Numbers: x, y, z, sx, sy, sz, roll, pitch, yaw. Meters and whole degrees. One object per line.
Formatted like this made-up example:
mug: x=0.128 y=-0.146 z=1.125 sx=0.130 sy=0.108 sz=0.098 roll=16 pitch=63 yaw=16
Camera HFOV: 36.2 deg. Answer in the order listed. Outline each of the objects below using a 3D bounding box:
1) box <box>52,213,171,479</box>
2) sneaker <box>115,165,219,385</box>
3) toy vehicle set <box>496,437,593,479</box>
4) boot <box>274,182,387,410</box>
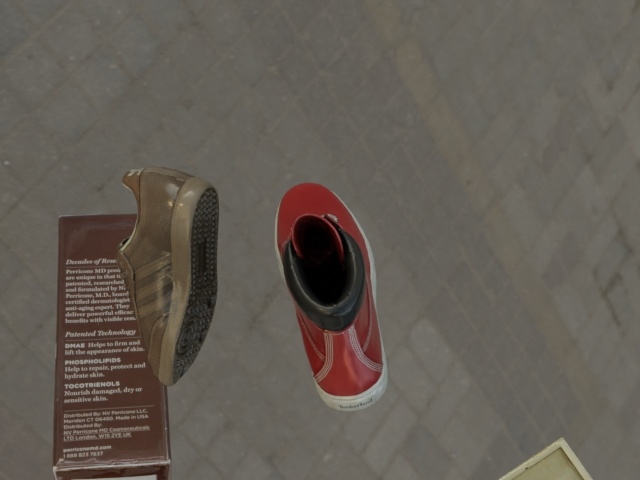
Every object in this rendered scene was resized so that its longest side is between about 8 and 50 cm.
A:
box: x=-0.271 y=0.165 z=1.264 sx=0.143 sy=0.381 sz=0.191 roll=0 pitch=139 yaw=-11
sneaker: x=-0.124 y=0.026 z=0.770 sx=0.066 sy=0.071 sz=0.188 roll=-44 pitch=150 yaw=-56
toy vehicle set: x=0.258 y=0.361 z=1.006 sx=0.166 sy=0.035 sz=0.267 roll=-30 pitch=72 yaw=-10
boot: x=0.000 y=0.000 z=0.842 sx=0.088 sy=0.244 sz=0.176 roll=-15 pitch=137 yaw=0
